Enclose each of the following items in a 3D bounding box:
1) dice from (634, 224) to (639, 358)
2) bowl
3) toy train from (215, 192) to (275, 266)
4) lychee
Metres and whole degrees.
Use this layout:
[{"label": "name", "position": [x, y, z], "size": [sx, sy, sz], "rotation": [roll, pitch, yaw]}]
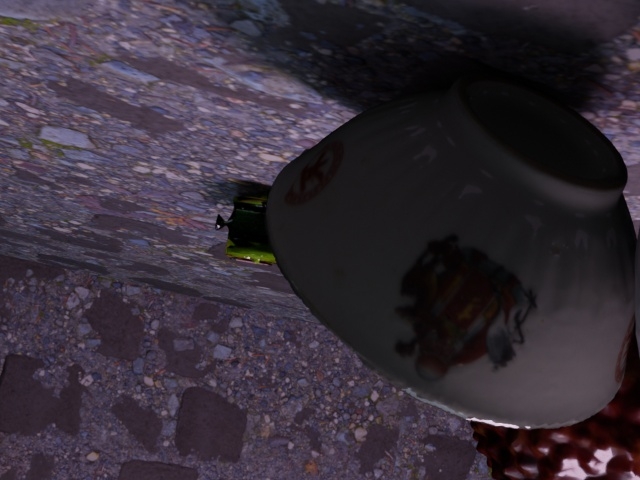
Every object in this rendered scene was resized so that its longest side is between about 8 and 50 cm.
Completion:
[{"label": "dice", "position": [0.378, 0.018, 0.575], "size": [0.251, 0.259, 0.243], "rotation": [2, 164, 36]}, {"label": "bowl", "position": [0.138, -0.031, 0.672], "size": [0.337, 0.337, 0.157], "rotation": [15, 126, -18]}, {"label": "toy train", "position": [0.000, 0.000, 1.201], "size": [0.296, 0.100, 0.160], "rotation": [10, 175, -1]}, {"label": "lychee", "position": [0.456, 0.245, 1.197], "size": [0.500, 0.424, 0.424], "rotation": [8, 169, -15]}]
